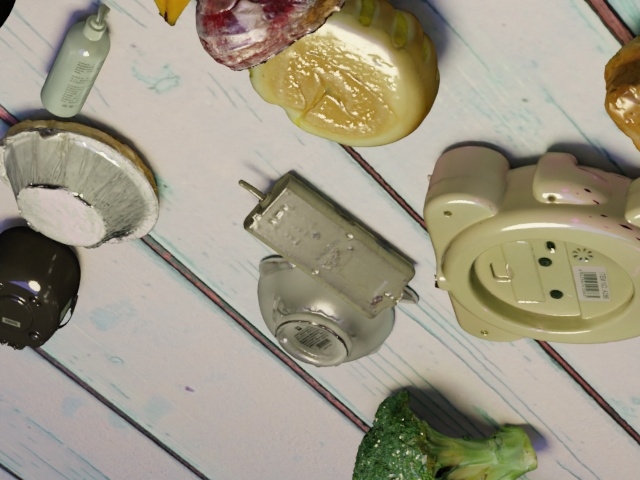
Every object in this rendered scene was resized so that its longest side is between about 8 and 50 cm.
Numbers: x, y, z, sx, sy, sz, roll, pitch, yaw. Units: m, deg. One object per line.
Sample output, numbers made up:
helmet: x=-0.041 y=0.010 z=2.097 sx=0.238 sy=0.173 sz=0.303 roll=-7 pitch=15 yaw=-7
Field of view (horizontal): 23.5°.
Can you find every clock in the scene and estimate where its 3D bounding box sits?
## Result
clock: x=0.290 y=0.015 z=1.815 sx=0.309 sy=0.114 sz=0.284 roll=1 pitch=139 yaw=20

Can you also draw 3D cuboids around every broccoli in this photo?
broccoli: x=0.173 y=0.327 z=2.198 sx=0.269 sy=0.254 sz=0.269 roll=-16 pitch=161 yaw=-6

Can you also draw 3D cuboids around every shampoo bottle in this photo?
shampoo bottle: x=-0.280 y=-0.219 z=1.816 sx=0.056 sy=0.056 sz=0.195 roll=27 pitch=142 yaw=-10

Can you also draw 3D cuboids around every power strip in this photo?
power strip: x=0.000 y=0.000 z=1.957 sx=0.268 sy=0.034 sz=0.092 roll=36 pitch=108 yaw=-21

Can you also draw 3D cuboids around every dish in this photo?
dish: x=0.009 y=0.109 z=2.088 sx=0.246 sy=0.078 sz=0.224 roll=-18 pitch=129 yaw=40

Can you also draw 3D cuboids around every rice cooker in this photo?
rice cooker: x=-0.418 y=0.068 z=2.197 sx=0.142 sy=0.118 sz=0.203 roll=18 pitch=140 yaw=2

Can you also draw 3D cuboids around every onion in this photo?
onion: x=-0.052 y=-0.272 z=1.551 sx=0.098 sy=0.206 sz=0.151 roll=47 pitch=177 yaw=-39

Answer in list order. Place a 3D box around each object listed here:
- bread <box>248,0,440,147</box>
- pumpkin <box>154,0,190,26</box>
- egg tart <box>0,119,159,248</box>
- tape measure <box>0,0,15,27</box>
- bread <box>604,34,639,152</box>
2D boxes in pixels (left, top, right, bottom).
bread: x=0.028 y=-0.197 z=1.661 sx=0.213 sy=0.105 sz=0.213 roll=14 pitch=140 yaw=11
pumpkin: x=-0.143 y=-0.353 z=1.558 sx=0.149 sy=0.130 sz=0.254 roll=48 pitch=161 yaw=15
egg tart: x=-0.322 y=-0.061 z=2.008 sx=0.234 sy=0.094 sz=0.234 roll=12 pitch=146 yaw=9
tape measure: x=-0.449 y=-0.294 z=1.729 sx=0.223 sy=0.135 sz=0.202 roll=-29 pitch=114 yaw=40
bread: x=0.457 y=-0.088 z=1.606 sx=0.185 sy=0.109 sz=0.380 roll=-23 pitch=129 yaw=33
